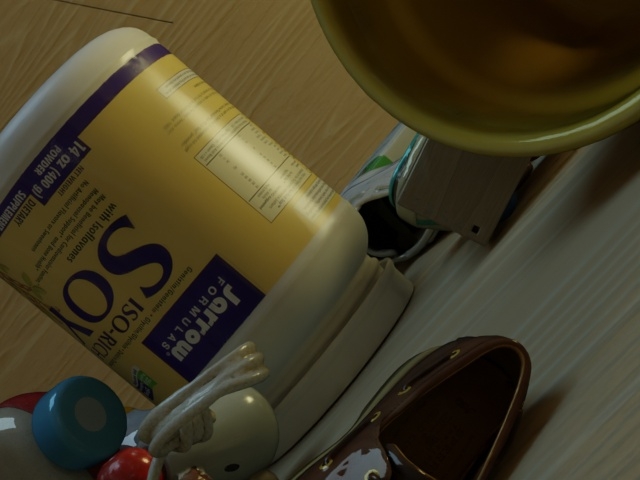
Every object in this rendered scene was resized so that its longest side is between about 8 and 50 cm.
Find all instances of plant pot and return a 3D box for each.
[{"bbox_3d":[0.152,-0.191,0.769,0.254,0.254,0.239,-48,-13,30],"label":"plant pot"}]

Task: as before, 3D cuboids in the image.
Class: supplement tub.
[{"bbox_3d":[-0.111,0.008,1.085,0.241,0.331,0.241,-50,2,3],"label":"supplement tub"}]

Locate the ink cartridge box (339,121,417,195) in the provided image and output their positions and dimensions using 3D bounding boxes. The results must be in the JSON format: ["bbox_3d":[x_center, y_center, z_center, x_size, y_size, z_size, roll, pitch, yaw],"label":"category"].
[{"bbox_3d":[0.109,-0.088,1.400,0.208,0.087,0.153,-52,3,-19],"label":"ink cartridge box"}]

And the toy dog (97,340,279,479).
[{"bbox_3d":[-0.128,0.226,0.800,0.334,0.161,0.220,-35,-5,-19],"label":"toy dog"}]

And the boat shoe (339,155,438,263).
[{"bbox_3d":[0.057,-0.019,1.225,0.084,0.095,0.258,-47,0,-31],"label":"boat shoe"}]

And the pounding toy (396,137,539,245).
[{"bbox_3d":[0.130,-0.070,0.950,0.130,0.100,0.141,-64,-2,8],"label":"pounding toy"}]

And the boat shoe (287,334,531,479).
[{"bbox_3d":[0.023,0.100,0.490,0.178,0.064,0.060,-49,0,-30],"label":"boat shoe"}]

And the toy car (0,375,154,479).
[{"bbox_3d":[-0.177,0.201,1.147,0.219,0.210,0.238,-34,-1,39],"label":"toy car"}]

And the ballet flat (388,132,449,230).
[{"bbox_3d":[0.139,-0.116,1.055,0.248,0.086,0.086,-66,7,-14],"label":"ballet flat"}]
